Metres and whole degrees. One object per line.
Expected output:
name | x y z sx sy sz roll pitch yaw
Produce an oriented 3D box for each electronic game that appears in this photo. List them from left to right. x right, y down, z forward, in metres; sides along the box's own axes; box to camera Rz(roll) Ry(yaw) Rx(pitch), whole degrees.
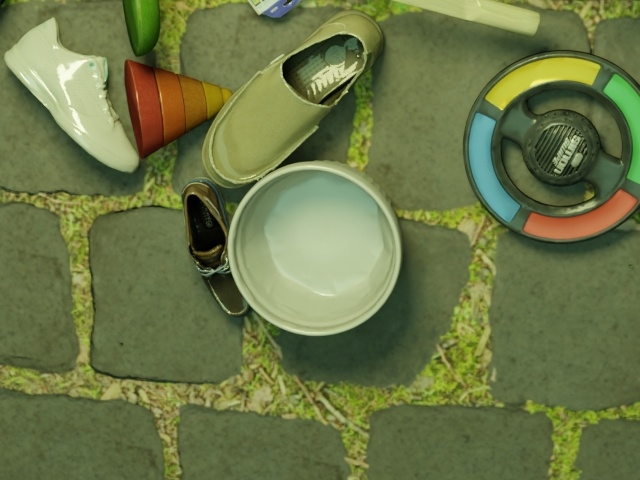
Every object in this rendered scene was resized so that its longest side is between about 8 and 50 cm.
electronic game | 0.280 -0.107 1.718 0.229 0.048 0.229 2 104 9

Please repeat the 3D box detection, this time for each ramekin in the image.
ramekin | 0.000 0.000 1.761 0.207 0.109 0.207 2 105 9

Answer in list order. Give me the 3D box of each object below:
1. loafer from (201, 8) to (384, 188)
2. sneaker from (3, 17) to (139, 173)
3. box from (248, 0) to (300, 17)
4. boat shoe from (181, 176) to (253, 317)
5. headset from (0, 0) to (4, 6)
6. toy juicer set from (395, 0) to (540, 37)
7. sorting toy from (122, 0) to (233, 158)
loafer | -0.038 -0.167 1.717 0.102 0.092 0.268 44 97 -3
sneaker | -0.281 -0.176 1.785 0.094 0.080 0.212 -43 93 5
box | -0.071 -0.330 1.732 0.081 0.028 0.136 -35 98 15
boat shoe | -0.132 0.016 1.808 0.066 0.066 0.183 -20 100 14
headset | -0.480 -0.303 1.723 0.243 0.185 0.394 2 109 9
toy juicer set | 0.233 -0.355 1.650 0.209 0.089 0.329 34 99 -14
sorting toy | -0.161 -0.259 1.690 0.126 0.127 0.365 -8 131 -13
